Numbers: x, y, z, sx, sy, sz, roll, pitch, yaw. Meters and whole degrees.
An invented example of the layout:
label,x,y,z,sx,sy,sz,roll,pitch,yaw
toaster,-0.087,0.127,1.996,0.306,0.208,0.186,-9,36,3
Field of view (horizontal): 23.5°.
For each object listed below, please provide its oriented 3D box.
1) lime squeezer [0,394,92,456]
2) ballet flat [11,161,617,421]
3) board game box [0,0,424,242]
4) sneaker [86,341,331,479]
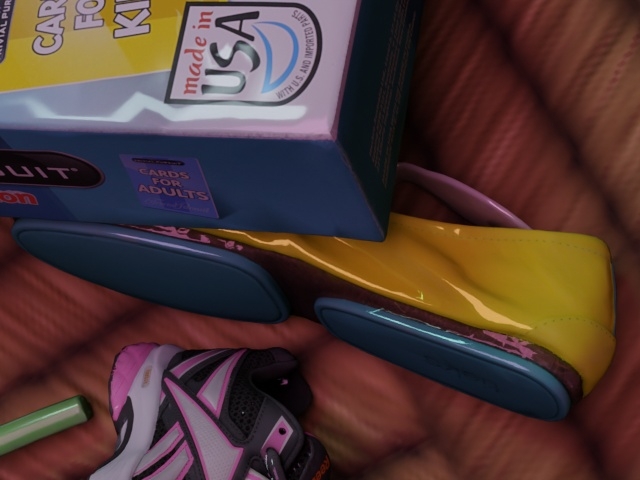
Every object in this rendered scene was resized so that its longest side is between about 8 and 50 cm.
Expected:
label,x,y,z,sx,sy,sz,roll,pitch,yaw
lime squeezer,-0.217,0.170,0.626,0.110,0.059,0.310,33,94,18
ballet flat,0.000,0.000,0.575,0.231,0.077,0.077,16,68,15
board game box,-0.125,-0.137,0.576,0.336,0.079,0.253,3,66,17
sneaker,-0.035,0.089,0.532,0.077,0.072,0.178,-11,38,6
